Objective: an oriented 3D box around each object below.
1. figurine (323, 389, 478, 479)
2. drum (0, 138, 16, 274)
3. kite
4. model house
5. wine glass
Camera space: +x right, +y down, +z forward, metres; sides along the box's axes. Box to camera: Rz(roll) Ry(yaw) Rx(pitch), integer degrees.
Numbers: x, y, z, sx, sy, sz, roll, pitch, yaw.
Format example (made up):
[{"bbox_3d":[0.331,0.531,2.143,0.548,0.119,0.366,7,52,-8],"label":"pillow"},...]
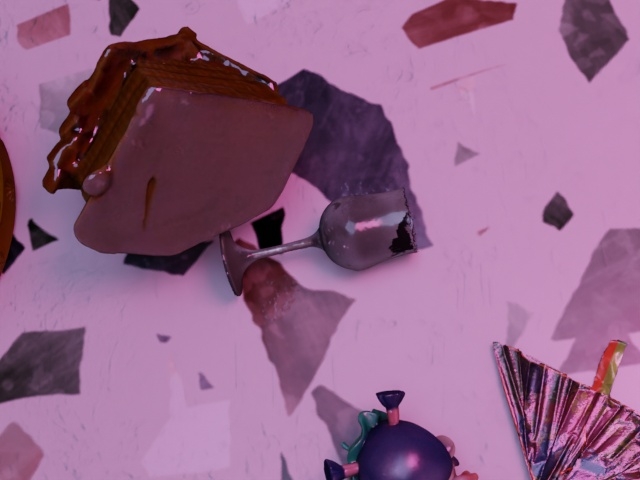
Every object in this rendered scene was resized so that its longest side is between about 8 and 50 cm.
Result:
[{"bbox_3d":[0.107,0.225,0.966,0.195,0.102,0.111,26,75,16],"label":"figurine"},{"bbox_3d":[-0.551,-0.049,1.086,0.431,0.214,0.431,-3,72,8],"label":"drum"},{"bbox_3d":[0.265,0.182,1.005,0.241,0.014,0.183,22,74,14],"label":"kite"},{"bbox_3d":[-0.159,-0.107,1.079,0.199,0.220,0.229,-64,29,16],"label":"model house"},{"bbox_3d":[0.000,0.000,1.063,0.196,0.079,0.079,-13,72,5],"label":"wine glass"}]
